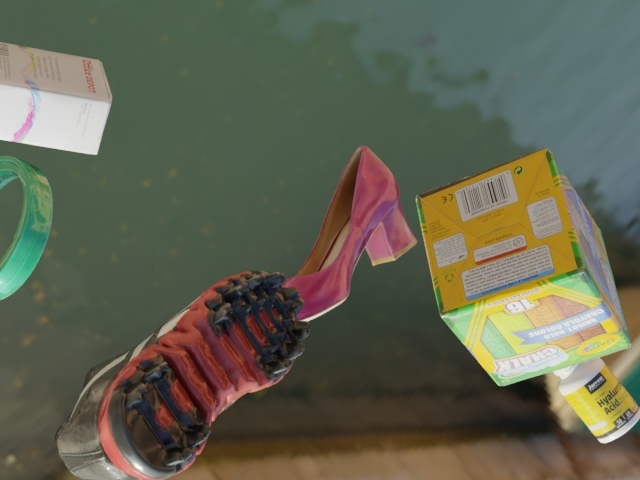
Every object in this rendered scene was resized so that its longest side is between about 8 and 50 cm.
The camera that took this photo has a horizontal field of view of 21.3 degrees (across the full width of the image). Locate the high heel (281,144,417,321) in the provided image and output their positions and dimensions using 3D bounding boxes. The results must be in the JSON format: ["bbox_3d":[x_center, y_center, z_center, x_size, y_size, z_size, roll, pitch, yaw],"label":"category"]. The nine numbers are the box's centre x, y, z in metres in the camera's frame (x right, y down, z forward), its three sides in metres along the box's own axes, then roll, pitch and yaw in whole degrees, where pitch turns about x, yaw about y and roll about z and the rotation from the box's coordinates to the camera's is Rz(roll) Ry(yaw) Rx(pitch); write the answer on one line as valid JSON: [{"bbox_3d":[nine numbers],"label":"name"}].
[{"bbox_3d":[0.000,0.000,1.685,0.244,0.117,0.082,-33,-169,-36],"label":"high heel"}]

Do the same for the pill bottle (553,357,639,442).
[{"bbox_3d":[0.328,0.181,2.048,0.065,0.116,0.065,-39,-177,2],"label":"pill bottle"}]

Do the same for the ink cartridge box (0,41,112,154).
[{"bbox_3d":[-0.232,-0.115,1.337,0.122,0.088,0.052,8,116,-17],"label":"ink cartridge box"}]

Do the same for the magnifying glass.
[{"bbox_3d":[-0.237,-0.026,1.120,0.026,0.231,0.092,24,93,-39],"label":"magnifying glass"}]

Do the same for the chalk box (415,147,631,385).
[{"bbox_3d":[0.190,0.039,1.523,0.132,0.132,0.213,-21,146,16],"label":"chalk box"}]

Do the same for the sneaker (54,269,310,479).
[{"bbox_3d":[-0.114,0.110,1.366,0.135,0.097,0.276,-24,-169,38],"label":"sneaker"}]
